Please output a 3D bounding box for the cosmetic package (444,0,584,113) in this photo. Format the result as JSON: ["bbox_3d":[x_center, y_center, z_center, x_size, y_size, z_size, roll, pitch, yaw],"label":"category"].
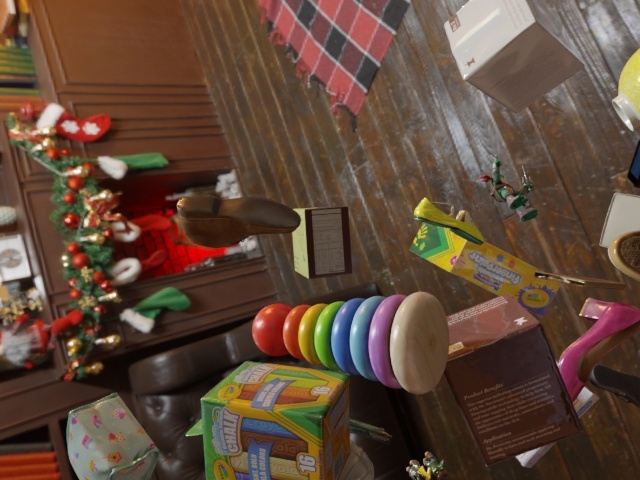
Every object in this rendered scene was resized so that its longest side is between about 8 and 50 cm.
[{"bbox_3d":[0.361,-0.368,0.939,0.151,0.184,0.151,-35,53,40],"label":"cosmetic package"}]

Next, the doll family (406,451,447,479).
[{"bbox_3d":[0.245,0.623,1.238,0.193,0.076,0.111,-68,18,4],"label":"doll family"}]

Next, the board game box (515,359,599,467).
[{"bbox_3d":[0.686,0.520,1.670,0.318,0.066,0.318,-52,39,11],"label":"board game box"}]

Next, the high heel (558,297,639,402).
[{"bbox_3d":[0.579,0.242,1.031,0.117,0.082,0.244,16,78,54],"label":"high heel"}]

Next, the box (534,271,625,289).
[{"bbox_3d":[0.766,0.119,1.476,0.164,0.201,0.021,12,96,60],"label":"box"}]

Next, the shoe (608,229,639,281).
[{"bbox_3d":[0.463,0.040,0.631,0.058,0.219,0.076,109,172,-69],"label":"shoe"}]

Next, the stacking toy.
[{"bbox_3d":[0.022,0.145,0.780,0.330,0.141,0.141,-2,99,36],"label":"stacking toy"}]

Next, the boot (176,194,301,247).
[{"bbox_3d":[-0.200,-0.040,1.251,0.112,0.305,0.115,-80,-6,-56],"label":"boot"}]

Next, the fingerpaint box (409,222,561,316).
[{"bbox_3d":[0.632,0.094,1.956,0.163,0.445,0.371,-64,16,5],"label":"fingerpaint box"}]

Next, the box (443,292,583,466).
[{"bbox_3d":[0.304,0.230,0.854,0.167,0.168,0.203,-71,-42,-79],"label":"box"}]

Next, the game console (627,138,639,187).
[{"bbox_3d":[0.944,-0.214,1.426,0.107,0.071,0.122,20,87,20],"label":"game console"}]

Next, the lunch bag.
[{"bbox_3d":[-0.553,0.575,1.298,0.223,0.160,0.262,37,121,28],"label":"lunch bag"}]

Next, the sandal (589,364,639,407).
[{"bbox_3d":[0.973,0.472,1.609,0.254,0.097,0.054,27,145,-1],"label":"sandal"}]

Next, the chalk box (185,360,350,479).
[{"bbox_3d":[-0.104,0.342,0.921,0.289,0.180,0.179,3,101,17],"label":"chalk box"}]

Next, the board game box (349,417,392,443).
[{"bbox_3d":[0.096,0.524,1.406,0.126,0.186,0.026,141,148,-75],"label":"board game box"}]

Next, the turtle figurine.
[{"bbox_3d":[0.609,-0.170,1.607,0.118,0.175,0.234,-55,29,34],"label":"turtle figurine"}]

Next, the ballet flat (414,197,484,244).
[{"bbox_3d":[0.377,-0.058,1.414,0.077,0.231,0.077,-157,87,-79],"label":"ballet flat"}]

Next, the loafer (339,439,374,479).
[{"bbox_3d":[-0.030,0.547,1.035,0.111,0.319,0.112,50,161,3],"label":"loafer"}]

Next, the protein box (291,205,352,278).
[{"bbox_3d":[0.000,0.000,1.521,0.200,0.136,0.201,-166,72,-75],"label":"protein box"}]

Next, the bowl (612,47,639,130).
[{"bbox_3d":[0.968,-0.414,1.469,0.156,0.289,0.289,-34,72,26],"label":"bowl"}]

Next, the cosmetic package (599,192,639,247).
[{"bbox_3d":[0.866,-0.038,1.377,0.129,0.296,0.153,18,98,30],"label":"cosmetic package"}]
